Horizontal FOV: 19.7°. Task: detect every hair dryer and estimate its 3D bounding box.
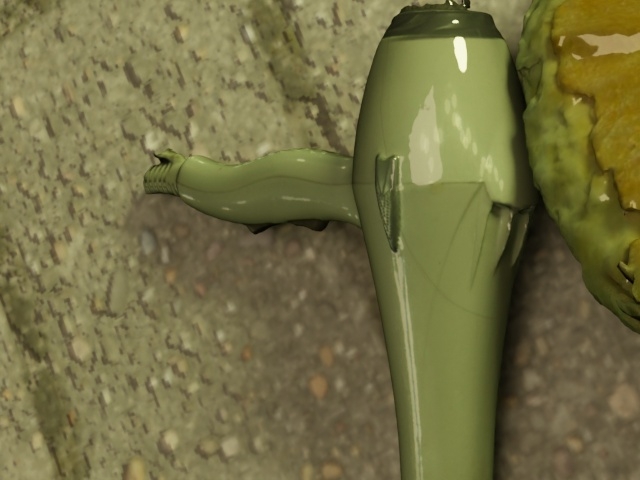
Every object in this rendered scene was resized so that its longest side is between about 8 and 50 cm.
[{"bbox_3d":[0.017,0.025,0.860,0.225,0.088,0.219,-25,74,37],"label":"hair dryer"}]

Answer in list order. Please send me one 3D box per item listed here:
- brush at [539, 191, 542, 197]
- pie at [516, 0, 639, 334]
[{"bbox_3d":[0.239,-0.028,0.767,0.336,0.020,0.085,2,82,30],"label":"brush"},{"bbox_3d":[0.219,-0.068,0.737,0.306,0.071,0.306,-13,63,26],"label":"pie"}]
